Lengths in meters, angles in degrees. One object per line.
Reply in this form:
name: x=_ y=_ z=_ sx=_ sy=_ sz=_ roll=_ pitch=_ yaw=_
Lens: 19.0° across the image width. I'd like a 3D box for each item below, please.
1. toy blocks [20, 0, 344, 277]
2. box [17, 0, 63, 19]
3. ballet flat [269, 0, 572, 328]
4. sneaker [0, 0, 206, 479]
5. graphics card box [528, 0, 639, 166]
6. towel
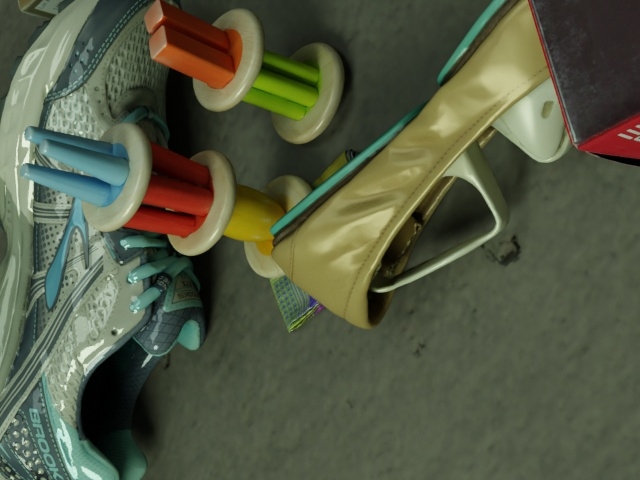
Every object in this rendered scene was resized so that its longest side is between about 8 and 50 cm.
toy blocks: x=-0.066 y=-0.057 z=0.905 sx=0.054 sy=0.148 sz=0.123 roll=1 pitch=77 yaw=51
box: x=-0.148 y=-0.258 z=1.117 sx=0.136 sy=0.036 sz=0.225 roll=-37 pitch=57 yaw=36
ballet flat: x=0.071 y=-0.047 z=0.839 sx=0.073 sy=0.080 sz=0.232 roll=49 pitch=122 yaw=6
sneaker: x=-0.103 y=0.003 z=0.997 sx=0.122 sy=0.110 sz=0.283 roll=19 pitch=100 yaw=28
graphics card box: x=0.213 y=-0.198 z=0.612 sx=0.371 sy=0.094 sz=0.232 roll=-26 pitch=70 yaw=36
towel: x=0.000 y=0.000 z=0.936 sx=0.083 sy=0.009 sz=0.060 roll=-42 pitch=56 yaw=33
